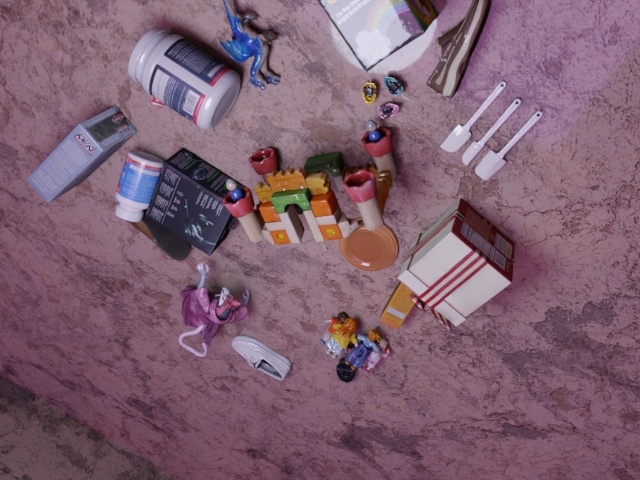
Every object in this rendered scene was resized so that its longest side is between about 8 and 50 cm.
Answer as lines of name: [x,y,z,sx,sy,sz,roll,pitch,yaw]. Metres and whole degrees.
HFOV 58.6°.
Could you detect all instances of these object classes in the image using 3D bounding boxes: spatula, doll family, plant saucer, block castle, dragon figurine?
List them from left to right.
dragon figurine: [-0.215,-0.549,1.575,0.289,0.085,0.144,42,126,-9]
block castle: [-0.029,-0.170,1.608,0.454,0.303,0.212,-5,129,25]
doll family: [0.125,0.359,1.989,0.263,0.118,0.163,33,106,0]
plant saucer: [0.149,0.020,1.826,0.200,0.037,0.199,11,124,16]
spatula: [0.458,-0.288,1.517,0.168,0.019,0.242,39,126,1]

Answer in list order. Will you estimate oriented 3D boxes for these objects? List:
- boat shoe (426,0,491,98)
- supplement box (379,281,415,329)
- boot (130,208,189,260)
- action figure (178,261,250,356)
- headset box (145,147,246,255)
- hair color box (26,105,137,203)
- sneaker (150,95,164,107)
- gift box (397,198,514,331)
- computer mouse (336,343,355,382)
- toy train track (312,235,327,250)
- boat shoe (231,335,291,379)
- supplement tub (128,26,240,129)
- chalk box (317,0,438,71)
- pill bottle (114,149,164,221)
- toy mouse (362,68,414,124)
boat shoe: [0.327,-0.479,1.398,0.095,0.095,0.257,26,128,12]
supplement box: [0.275,0.182,1.855,0.080,0.078,0.233,25,128,5]
boot: [-0.596,-0.043,2.065,0.305,0.112,0.115,48,145,-7]
action figure: [-0.406,0.254,2.048,0.248,0.275,0.370,32,157,-21]
headset box: [-0.403,-0.122,1.899,0.283,0.131,0.246,32,127,0]
hair color box: [-0.808,-0.286,1.923,0.375,0.185,0.113,-28,107,34]
sneaker: [-0.524,-0.468,1.780,0.067,0.042,0.118,-35,106,32]
gift box: [0.394,0.087,1.636,0.276,0.255,0.258,43,125,-1]
computer mouse: [0.098,0.424,2.114,0.071,0.041,0.242,7,117,11]
toy train track: [0.000,0.000,1.888,0.048,0.014,0.083,-16,114,30]
boat shoe: [-0.241,0.462,2.240,0.258,0.084,0.095,23,127,6]
supplement tub: [-0.385,-0.463,1.634,0.272,0.191,0.191,33,127,-1]
chalk box: [0.118,-0.589,1.358,0.180,0.179,0.289,-26,108,34]
pill bottle: [-0.613,-0.180,1.909,0.124,0.124,0.221,24,104,6]
toy mouse: [0.187,-0.390,1.549,0.143,0.031,0.161,8,124,18]
